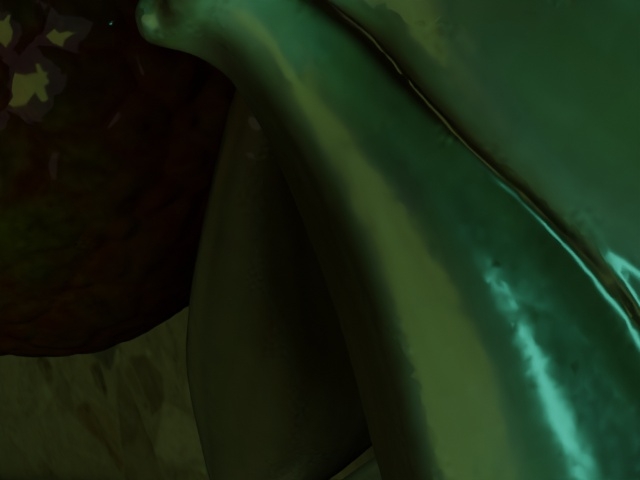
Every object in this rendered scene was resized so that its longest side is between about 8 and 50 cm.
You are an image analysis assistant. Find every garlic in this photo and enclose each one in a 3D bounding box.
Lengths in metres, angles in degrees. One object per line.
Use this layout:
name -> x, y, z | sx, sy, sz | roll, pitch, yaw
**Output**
garlic -> 0.116, 0.014, 0.546 | 0.231, 0.246, 0.340 | -25, 73, 40
garlic -> 0.005, -0.004, 0.756 | 0.112, 0.143, 0.318 | 23, 134, 24

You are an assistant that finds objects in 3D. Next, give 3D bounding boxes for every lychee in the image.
lychee -> -0.130, -0.069, 0.838 | 0.300, 0.255, 0.255 | -19, 87, 62

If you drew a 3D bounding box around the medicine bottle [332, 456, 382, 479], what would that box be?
medicine bottle -> 0.051, 0.109, 0.779 | 0.220, 0.092, 0.061 | -48, 47, 48
